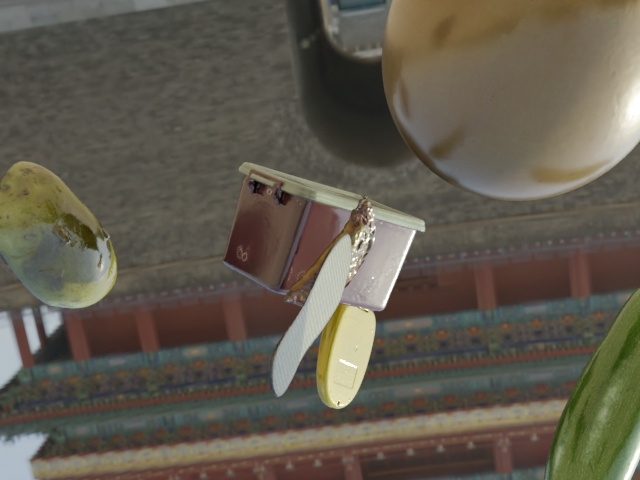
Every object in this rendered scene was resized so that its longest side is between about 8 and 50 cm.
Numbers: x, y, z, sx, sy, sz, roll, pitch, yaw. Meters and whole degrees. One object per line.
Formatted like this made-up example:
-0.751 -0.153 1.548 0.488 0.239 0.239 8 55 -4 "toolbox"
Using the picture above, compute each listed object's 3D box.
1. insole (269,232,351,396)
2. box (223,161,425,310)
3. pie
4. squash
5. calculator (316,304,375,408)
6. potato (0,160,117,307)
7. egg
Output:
-0.005 0.080 1.083 0.005 0.086 0.253 7 -142 21 "insole"
0.000 0.000 1.513 0.294 0.167 0.193 13 -174 -42 "box"
0.033 0.028 1.385 0.088 0.191 0.033 26 -166 -49 "pie"
0.369 0.186 1.179 0.107 0.395 0.107 28 173 4 "squash"
0.048 0.179 1.700 0.032 0.235 0.146 6 166 34 "calculator"
-0.403 0.003 1.540 0.111 0.271 0.160 0 -134 27 "potato"
0.215 -0.202 1.005 0.301 0.301 0.374 -10 157 -3 "egg"
